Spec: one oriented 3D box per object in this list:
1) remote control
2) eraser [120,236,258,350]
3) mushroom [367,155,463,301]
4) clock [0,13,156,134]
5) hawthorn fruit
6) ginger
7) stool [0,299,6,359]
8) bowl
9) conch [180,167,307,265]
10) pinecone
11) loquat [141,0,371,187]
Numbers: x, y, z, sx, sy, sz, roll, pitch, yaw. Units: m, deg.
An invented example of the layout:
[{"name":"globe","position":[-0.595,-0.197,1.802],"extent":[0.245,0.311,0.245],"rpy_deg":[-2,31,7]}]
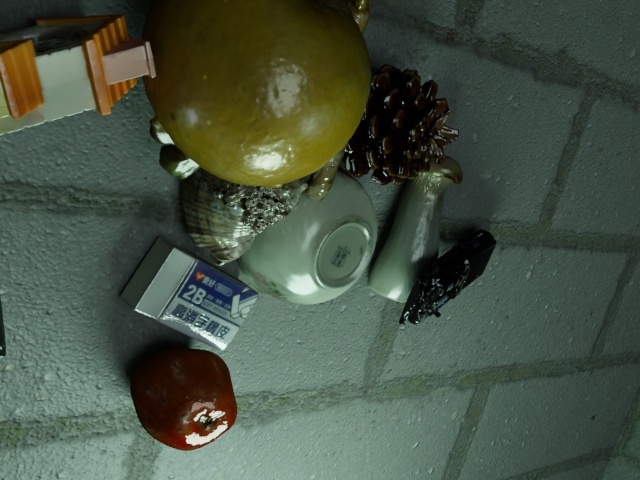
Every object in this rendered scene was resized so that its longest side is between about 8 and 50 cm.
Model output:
[{"name":"remote control","position":[0.279,0.071,1.628],"extent":[0.398,0.062,0.145],"rpy_deg":[-26,140,-57]},{"name":"eraser","position":[-0.216,0.093,1.307],"extent":[0.210,0.068,0.125],"rpy_deg":[35,88,-45]},{"name":"mushroom","position":[0.196,-0.021,1.590],"extent":[0.159,0.122,0.329],"rpy_deg":[-40,148,-72]},{"name":"clock","position":[-0.345,-0.207,0.924],"extent":[0.255,0.219,0.106],"rpy_deg":[-25,125,-31]},{"name":"hawthorn fruit","position":[-0.225,0.264,1.314],"extent":[0.189,0.189,0.189],"rpy_deg":[-20,124,-33]},{"name":"ginger","position":[0.022,-0.238,1.251],"extent":[0.080,0.166,0.333],"rpy_deg":[12,80,-13]},{"name":"stool","position":[-0.523,0.098,0.985],"extent":[0.232,0.141,0.232],"rpy_deg":[-20,123,-33]},{"name":"bowl","position":[0.000,0.000,1.396],"extent":[0.277,0.145,0.277],"rpy_deg":[-20,123,-35]},{"name":"conch","position":[-0.130,-0.075,1.251],"extent":[0.245,0.178,0.163],"rpy_deg":[-60,175,10]},{"name":"pinecone","position":[0.132,-0.202,1.356],"extent":[0.221,0.221,0.222],"rpy_deg":[-20,124,-33]},{"name":"loquat","position":[-0.103,-0.215,1.068],"extent":[0.328,0.328,0.359],"rpy_deg":[21,121,-45]}]
